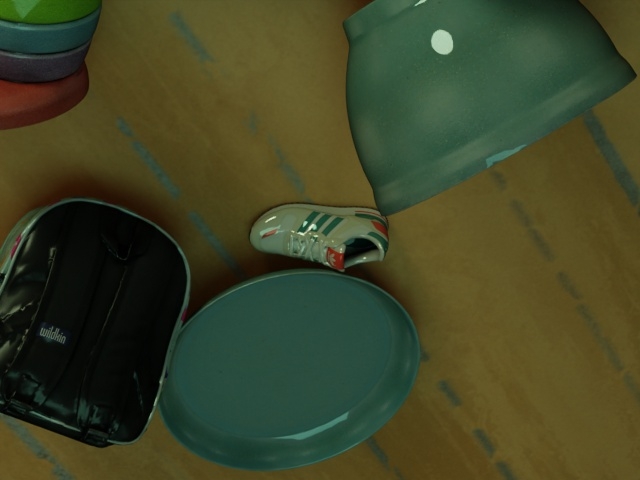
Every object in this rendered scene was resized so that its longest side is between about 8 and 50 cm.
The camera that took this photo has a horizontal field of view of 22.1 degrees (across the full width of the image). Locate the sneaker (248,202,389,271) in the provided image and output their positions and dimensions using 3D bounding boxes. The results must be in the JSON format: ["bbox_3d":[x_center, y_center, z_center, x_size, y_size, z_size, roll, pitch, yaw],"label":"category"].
[{"bbox_3d":[0.000,0.000,1.853,0.161,0.075,0.057,0,122,-5],"label":"sneaker"}]

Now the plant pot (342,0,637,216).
[{"bbox_3d":[0.142,-0.179,1.653,0.293,0.293,0.196,-29,94,13],"label":"plant pot"}]

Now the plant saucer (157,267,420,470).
[{"bbox_3d":[-0.040,0.148,1.939,0.317,0.044,0.317,-7,129,-9],"label":"plant saucer"}]

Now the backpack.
[{"bbox_3d":[-0.268,0.084,1.805,0.225,0.191,0.253,23,79,-20],"label":"backpack"}]

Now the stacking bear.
[{"bbox_3d":[-0.290,-0.280,1.600,0.164,0.175,0.289,-12,130,-33],"label":"stacking bear"}]
